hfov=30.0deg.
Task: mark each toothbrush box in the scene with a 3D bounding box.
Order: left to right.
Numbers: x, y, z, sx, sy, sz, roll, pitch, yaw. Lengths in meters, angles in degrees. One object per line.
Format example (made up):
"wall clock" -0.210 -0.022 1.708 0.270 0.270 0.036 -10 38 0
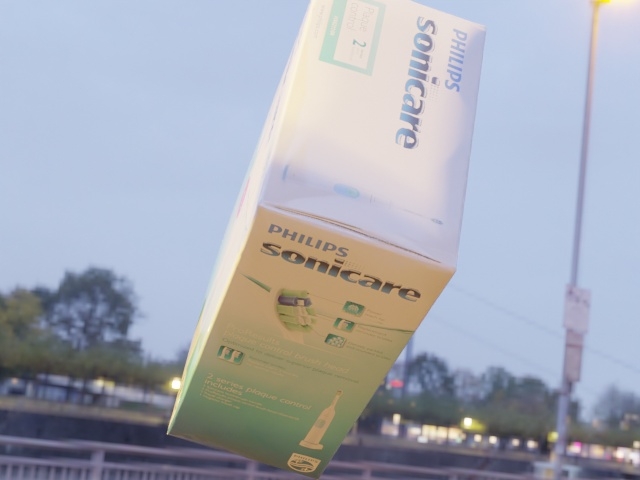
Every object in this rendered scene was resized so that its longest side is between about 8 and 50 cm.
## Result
"toothbrush box" 0.000 0.000 0.840 0.126 0.216 0.295 18 -38 -7
